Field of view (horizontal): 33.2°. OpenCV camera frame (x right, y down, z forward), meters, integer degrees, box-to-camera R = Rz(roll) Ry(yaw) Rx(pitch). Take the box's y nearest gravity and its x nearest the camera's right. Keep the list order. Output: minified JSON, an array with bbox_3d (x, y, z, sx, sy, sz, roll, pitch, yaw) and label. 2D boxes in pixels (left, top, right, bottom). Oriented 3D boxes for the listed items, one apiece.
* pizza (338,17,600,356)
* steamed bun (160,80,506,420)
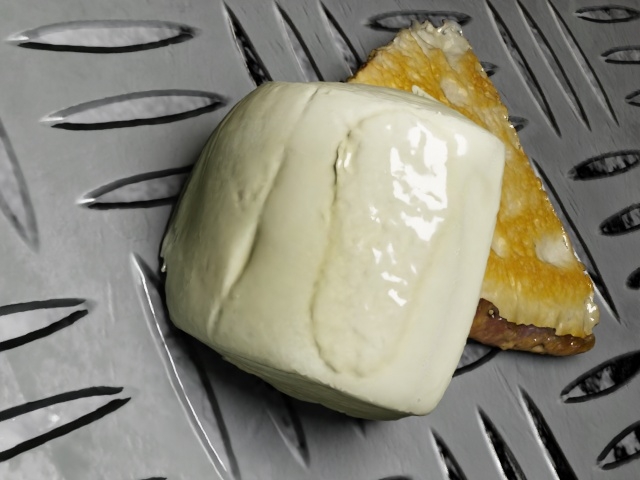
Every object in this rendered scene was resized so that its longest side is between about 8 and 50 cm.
[{"bbox_3d":[0.105,-0.049,1.155,0.391,0.080,0.435,-9,69,-45],"label":"pizza"},{"bbox_3d":[0.000,0.000,0.907,0.272,0.273,0.290,9,84,-3],"label":"steamed bun"}]
